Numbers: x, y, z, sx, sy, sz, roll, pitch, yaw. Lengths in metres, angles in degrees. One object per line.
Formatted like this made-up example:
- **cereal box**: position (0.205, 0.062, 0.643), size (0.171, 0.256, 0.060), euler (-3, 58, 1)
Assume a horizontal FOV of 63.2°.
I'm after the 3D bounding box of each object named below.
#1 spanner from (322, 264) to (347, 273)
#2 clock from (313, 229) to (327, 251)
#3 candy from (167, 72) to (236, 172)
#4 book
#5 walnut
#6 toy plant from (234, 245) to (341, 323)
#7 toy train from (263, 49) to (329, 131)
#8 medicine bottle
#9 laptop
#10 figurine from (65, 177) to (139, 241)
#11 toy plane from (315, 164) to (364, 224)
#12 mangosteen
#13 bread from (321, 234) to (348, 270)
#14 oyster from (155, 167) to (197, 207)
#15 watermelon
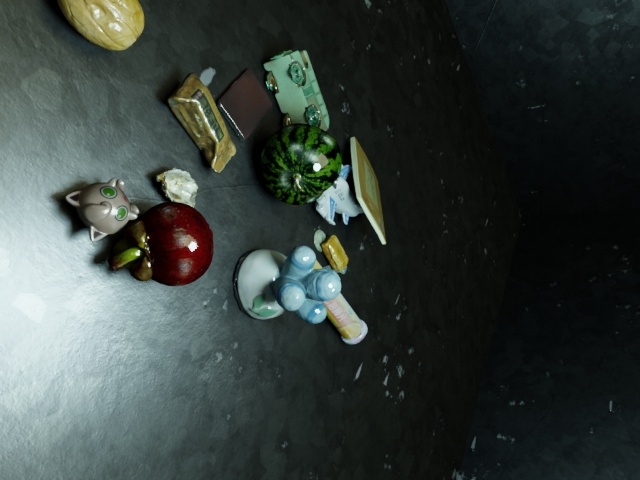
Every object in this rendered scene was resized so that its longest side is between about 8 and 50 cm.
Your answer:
- **spanner**: position (0.012, 0.118, 1.939), size (0.302, 0.017, 0.071), euler (-16, 99, -53)
- **clock**: position (0.000, 0.000, 1.938), size (0.074, 0.010, 0.083), euler (-47, 122, -43)
- **candy**: position (-0.328, -0.324, 1.478), size (0.271, 0.101, 0.143), euler (62, 38, -37)
- **book**: position (0.188, -0.203, 2.051), size (0.389, 0.032, 0.269), euler (-91, 155, -46)
- **walnut**: position (-0.511, -0.544, 1.214), size (0.206, 0.159, 0.159), euler (37, 58, -46)
- **toy plant**: position (-0.074, 0.134, 1.570), size (0.247, 0.332, 0.247), euler (3, 87, -52)
- **toy train**: position (-0.075, -0.492, 1.797), size (0.159, 0.129, 0.326), euler (-48, 123, -50)
- **medicine bottle**: position (0.032, 0.215, 1.868), size (0.426, 0.108, 0.108), euler (54, 47, -37)
- **laptop**: position (-0.239, -0.434, 1.661), size (0.154, 0.026, 0.207), euler (55, 46, -31)
- **figurine**: position (-0.500, -0.075, 1.204), size (0.138, 0.125, 0.125), euler (-36, 115, -46)
- **toy plane**: position (0.067, -0.176, 1.955), size (0.266, 0.122, 0.267), euler (10, 77, -49)
- **mangosteen**: position (-0.393, 0.017, 1.281), size (0.257, 0.215, 0.215), euler (-16, 100, -29)
- **bread**: position (0.055, 0.048, 1.948), size (0.074, 0.053, 0.132), euler (-45, 115, -47)
- **oyster**: position (-0.392, -0.147, 1.409), size (0.148, 0.051, 0.103), euler (53, 44, -56)
- **watermelon**: position (-0.064, -0.249, 1.674), size (0.269, 0.269, 0.269), euler (7, 81, -52)
